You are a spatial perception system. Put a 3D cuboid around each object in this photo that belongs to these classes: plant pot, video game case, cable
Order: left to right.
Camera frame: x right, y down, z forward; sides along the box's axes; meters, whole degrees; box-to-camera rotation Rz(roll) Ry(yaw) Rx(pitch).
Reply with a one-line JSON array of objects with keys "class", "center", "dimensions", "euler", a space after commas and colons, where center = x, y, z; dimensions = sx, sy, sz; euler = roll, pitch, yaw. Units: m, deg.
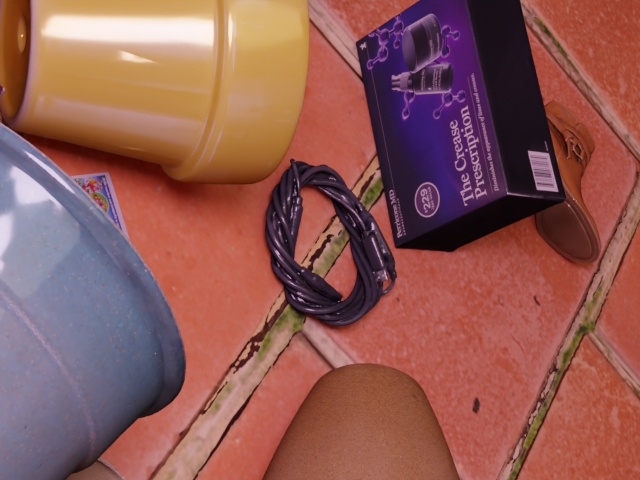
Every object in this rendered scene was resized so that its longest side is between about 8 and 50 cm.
[{"class": "plant pot", "center": [-0.327, 0.121, 0.934], "dimensions": [0.341, 0.341, 0.334], "euler": [48, 56, -14]}, {"class": "video game case", "center": [-0.237, -0.017, 1.271], "dimensions": [0.122, 0.011, 0.087], "euler": [-10, 77, -43]}, {"class": "plant pot", "center": [-0.167, -0.181, 1.261], "dimensions": [0.239, 0.254, 0.254], "euler": [1, 70, -25]}, {"class": "cable", "center": [0.000, 0.000, 1.454], "dimensions": [0.150, 0.047, 0.184], "euler": [-28, 93, -40]}, {"class": "plant pot", "center": [0.039, 0.249, 1.269], "dimensions": [0.237, 0.237, 0.254], "euler": [36, 37, -24]}]

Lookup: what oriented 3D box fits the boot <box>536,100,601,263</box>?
[{"class": "boot", "center": [0.320, -0.081, 1.748], "dimensions": [0.197, 0.073, 0.152], "euler": [57, 42, -9]}]

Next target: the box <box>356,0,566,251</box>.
[{"class": "box", "center": [0.153, -0.139, 1.548], "dimensions": [0.103, 0.184, 0.261], "euler": [3, 69, -38]}]

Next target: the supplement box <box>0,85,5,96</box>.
[{"class": "supplement box", "center": [-0.394, -0.158, 1.115], "dimensions": [0.239, 0.130, 0.073], "euler": [43, 48, -19]}]

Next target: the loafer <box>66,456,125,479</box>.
[{"class": "loafer", "center": [-0.156, 0.290, 1.147], "dimensions": [0.102, 0.092, 0.268], "euler": [-27, 90, -45]}]
